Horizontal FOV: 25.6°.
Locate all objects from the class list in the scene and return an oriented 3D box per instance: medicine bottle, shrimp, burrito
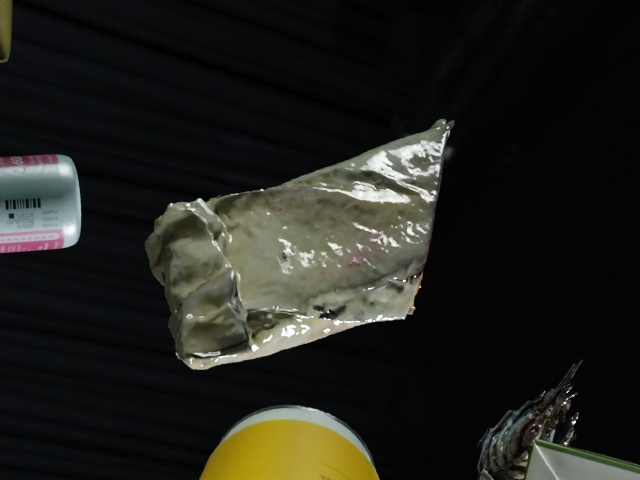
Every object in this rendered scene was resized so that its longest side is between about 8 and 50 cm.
[{"bbox_3d":[-0.337,-0.031,1.314,0.090,0.216,0.090,176,-90,-73],"label":"medicine bottle"},{"bbox_3d":[0.232,0.228,1.592,0.233,0.090,0.079,-61,163,13],"label":"shrimp"},{"bbox_3d":[0.006,0.011,1.296,0.175,0.348,0.107,64,-24,15],"label":"burrito"}]

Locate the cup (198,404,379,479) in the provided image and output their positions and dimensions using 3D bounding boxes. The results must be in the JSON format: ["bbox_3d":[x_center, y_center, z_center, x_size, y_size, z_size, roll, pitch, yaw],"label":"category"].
[{"bbox_3d":[-0.035,0.241,0.979,0.280,0.196,0.196,-79,-165,-63],"label":"cup"}]

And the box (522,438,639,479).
[{"bbox_3d":[0.256,0.282,1.142,0.177,0.148,0.195,7,-99,54],"label":"box"}]

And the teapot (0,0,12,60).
[{"bbox_3d":[-0.395,-0.257,1.339,0.267,0.185,0.175,-11,100,-70],"label":"teapot"}]
